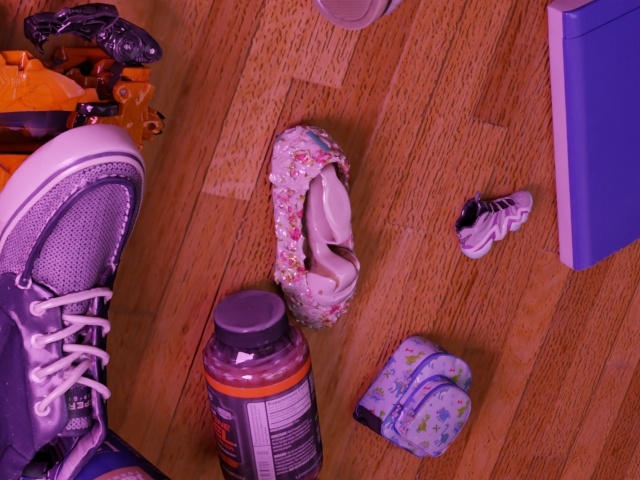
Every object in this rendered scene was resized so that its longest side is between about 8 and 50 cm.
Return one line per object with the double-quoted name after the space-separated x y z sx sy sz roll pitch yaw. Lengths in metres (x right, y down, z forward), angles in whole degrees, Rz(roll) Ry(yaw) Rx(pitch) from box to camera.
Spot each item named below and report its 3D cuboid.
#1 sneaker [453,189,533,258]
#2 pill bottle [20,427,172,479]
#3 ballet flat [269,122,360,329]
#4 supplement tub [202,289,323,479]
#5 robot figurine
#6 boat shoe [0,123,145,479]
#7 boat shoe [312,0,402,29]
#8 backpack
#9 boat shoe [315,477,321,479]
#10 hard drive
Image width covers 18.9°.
0.180 -0.033 2.026 0.098 0.038 0.069 -44 135 -15 "sneaker"
-0.190 0.261 1.698 0.153 0.265 0.153 -20 124 -33 "pill bottle"
0.000 0.000 1.860 0.091 0.077 0.241 -31 130 -26 "ballet flat"
-0.057 0.146 1.868 0.106 0.106 0.198 -27 127 -28 "supplement tub"
-0.259 -0.099 1.574 0.291 0.085 0.211 -4 115 -39 "robot figurine"
-0.204 0.068 1.566 0.127 0.158 0.340 -8 145 -32 "boat shoe"
0.076 -0.334 1.711 0.103 0.113 0.302 -36 157 -49 "boat shoe"
0.109 0.168 2.040 0.105 0.084 0.114 36 84 -48 "backpack"
-0.087 0.354 1.964 0.277 0.098 0.096 -41 134 -5 "boat shoe"
0.341 -0.146 2.104 0.210 0.040 0.318 -28 128 -28 "hard drive"
